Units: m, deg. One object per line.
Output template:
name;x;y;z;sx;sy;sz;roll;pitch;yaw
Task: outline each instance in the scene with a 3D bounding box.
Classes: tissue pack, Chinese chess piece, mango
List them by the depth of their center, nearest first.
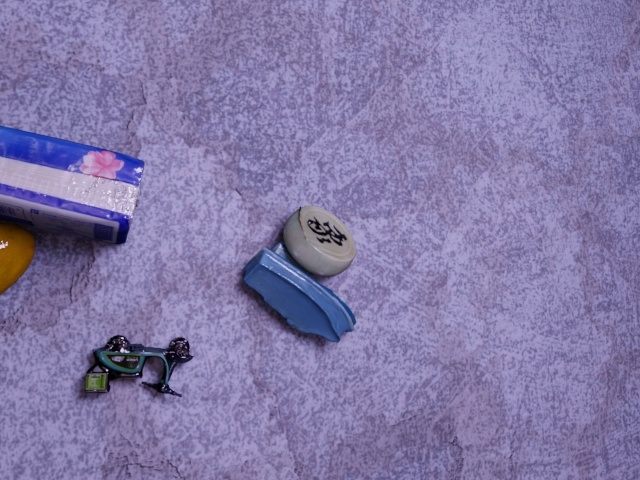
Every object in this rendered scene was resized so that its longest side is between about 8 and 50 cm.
mango;-0.551;0.042;0.865;0.227;0.109;0.147;-33;126;-23
tissue pack;-0.418;-0.089;0.883;0.270;0.209;0.137;14;80;-17
Chinese chess piece;0.000;0.000;1.058;0.144;0.058;0.144;28;35;-22

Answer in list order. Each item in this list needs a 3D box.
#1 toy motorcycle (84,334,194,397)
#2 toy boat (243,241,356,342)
toy motorcycle;-0.304;0.212;0.968;0.173;0.058;0.100;4;89;-17
toy boat;-0.028;0.097;1.060;0.238;0.109;0.098;40;39;-10
